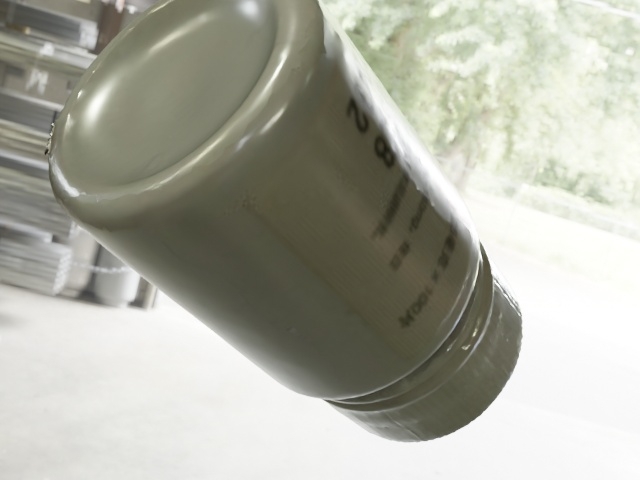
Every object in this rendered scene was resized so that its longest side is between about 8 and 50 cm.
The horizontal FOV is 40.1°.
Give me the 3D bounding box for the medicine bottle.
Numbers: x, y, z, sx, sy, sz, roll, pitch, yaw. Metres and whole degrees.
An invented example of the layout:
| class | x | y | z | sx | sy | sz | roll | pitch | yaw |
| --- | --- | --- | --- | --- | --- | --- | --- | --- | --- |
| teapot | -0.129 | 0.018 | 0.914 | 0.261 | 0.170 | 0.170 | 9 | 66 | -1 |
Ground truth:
| class | x | y | z | sx | sy | sz | roll | pitch | yaw |
| --- | --- | --- | --- | --- | --- | --- | --- | --- | --- |
| medicine bottle | 0.000 | 0.000 | 0.438 | 0.144 | 0.144 | 0.252 | 25 | -17 | 46 |
